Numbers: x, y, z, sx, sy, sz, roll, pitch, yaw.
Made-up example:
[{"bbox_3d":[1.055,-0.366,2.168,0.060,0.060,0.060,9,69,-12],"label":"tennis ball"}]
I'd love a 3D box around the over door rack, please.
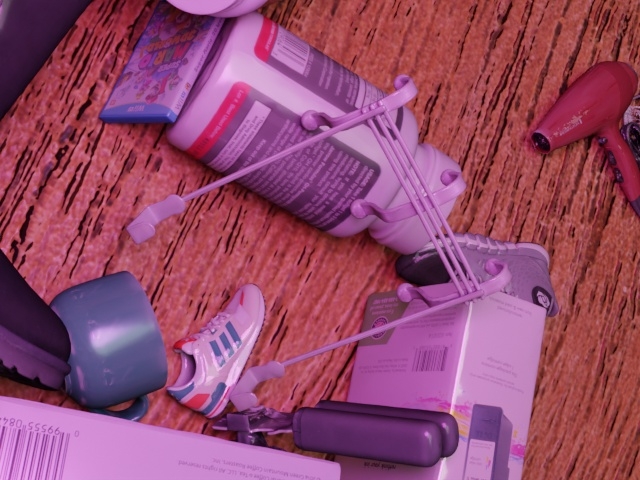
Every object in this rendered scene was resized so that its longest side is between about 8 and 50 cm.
[{"bbox_3d":[0.000,0.000,1.025,0.324,0.108,0.240,-26,106,14],"label":"over door rack"}]

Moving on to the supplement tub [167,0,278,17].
[{"bbox_3d":[-0.079,-0.310,1.017,0.144,0.144,0.199,57,32,-6],"label":"supplement tub"}]

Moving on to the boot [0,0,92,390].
[{"bbox_3d":[-0.296,-0.132,0.918,0.367,0.146,0.445,36,67,-25],"label":"boot"}]

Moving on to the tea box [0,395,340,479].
[{"bbox_3d":[-0.202,0.294,0.870,0.329,0.323,0.220,17,63,-23],"label":"tea box"}]

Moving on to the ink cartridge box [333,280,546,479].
[{"bbox_3d":[0.119,0.236,1.110,0.119,0.207,0.354,21,73,-27],"label":"ink cartridge box"}]

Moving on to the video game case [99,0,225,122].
[{"bbox_3d":[-0.172,-0.204,1.105,0.015,0.119,0.166,42,63,-44],"label":"video game case"}]

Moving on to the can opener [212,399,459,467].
[{"bbox_3d":[0.007,0.219,1.039,0.076,0.283,0.095,-7,96,-56],"label":"can opener"}]

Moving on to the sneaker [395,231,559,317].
[{"bbox_3d":[0.209,0.066,1.232,0.228,0.086,0.132,1,57,-26],"label":"sneaker"}]

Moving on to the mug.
[{"bbox_3d":[-0.223,0.119,1.012,0.097,0.129,0.158,-17,88,-26],"label":"mug"}]

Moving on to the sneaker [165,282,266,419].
[{"bbox_3d":[-0.119,0.113,1.103,0.075,0.057,0.161,29,72,-24],"label":"sneaker"}]

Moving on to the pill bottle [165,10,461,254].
[{"bbox_3d":[-0.001,-0.113,1.134,0.318,0.176,0.176,30,69,-18],"label":"pill bottle"}]

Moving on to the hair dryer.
[{"bbox_3d":[0.424,-0.143,1.397,0.293,0.080,0.224,7,79,-24],"label":"hair dryer"}]
